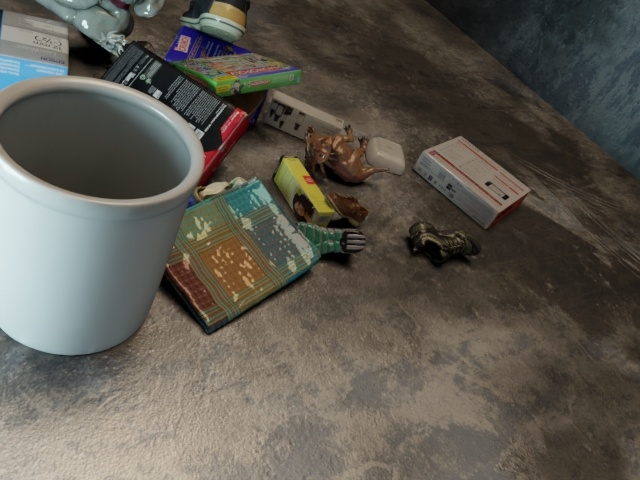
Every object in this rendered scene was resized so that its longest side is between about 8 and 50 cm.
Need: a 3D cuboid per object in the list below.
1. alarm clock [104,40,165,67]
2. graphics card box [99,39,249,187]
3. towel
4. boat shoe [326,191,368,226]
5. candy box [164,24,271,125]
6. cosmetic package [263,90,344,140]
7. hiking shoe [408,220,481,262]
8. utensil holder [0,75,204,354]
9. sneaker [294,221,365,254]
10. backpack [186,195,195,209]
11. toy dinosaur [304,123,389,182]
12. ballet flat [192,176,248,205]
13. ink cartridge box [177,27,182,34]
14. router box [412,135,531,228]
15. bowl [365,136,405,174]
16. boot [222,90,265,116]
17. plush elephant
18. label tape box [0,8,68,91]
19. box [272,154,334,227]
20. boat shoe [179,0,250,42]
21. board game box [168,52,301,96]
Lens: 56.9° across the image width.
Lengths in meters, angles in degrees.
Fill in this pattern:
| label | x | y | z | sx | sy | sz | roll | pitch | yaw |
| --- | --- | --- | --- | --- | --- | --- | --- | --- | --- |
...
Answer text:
| label | x | y | z | sx | sy | sz | roll | pitch | yaw |
| --- | --- | --- | --- | --- | --- | --- | --- | --- | --- |
| alarm clock | -0.538 | -0.544 | 1.745 | 0.191 | 0.064 | 0.129 | 9 | 43 | 24 |
| graphics card box | -0.396 | -0.317 | 1.515 | 0.370 | 0.094 | 0.233 | 33 | 79 | 5 |
| towel | -0.190 | 0.015 | 1.339 | 0.271 | 0.040 | 0.370 | 51 | 45 | 8 |
| boat shoe | 0.075 | -0.096 | 1.611 | 0.178 | 0.060 | 0.064 | 32 | 23 | -55 |
| candy box | -0.323 | -0.526 | 1.872 | 0.316 | 0.122 | 0.268 | 20 | 40 | -13 |
| cosmetic package | -0.054 | -0.380 | 1.892 | 0.238 | 0.099 | 0.061 | 22 | 40 | -7 |
| hiking shoe | 0.361 | 0.026 | 1.713 | 0.226 | 0.086 | 0.114 | 12 | 53 | -11 |
| utensil holder | -0.411 | -0.031 | 1.033 | 0.327 | 0.386 | 0.328 | 17 | 38 | -14 |
| sneaker | 0.000 | 0.000 | 1.532 | 0.223 | 0.083 | 0.098 | 7 | 1 | -7 |
| backpack | -0.349 | -0.073 | 1.361 | 0.120 | 0.097 | 0.101 | -35 | 98 | -49 |
| toy dinosaur | 0.060 | -0.244 | 1.796 | 0.295 | 0.127 | 0.200 | 33 | 43 | -14 |
| ballet flat | -0.230 | -0.118 | 1.495 | 0.248 | 0.086 | 0.086 | -18 | 57 | -44 |
| ink cartridge box | -0.457 | -0.713 | 2.078 | 0.083 | 0.028 | 0.048 | 41 | 39 | 16 |
| router box | 0.536 | -0.214 | 2.080 | 0.335 | 0.082 | 0.301 | 44 | 40 | 19 |
| bowl | 0.227 | -0.293 | 2.004 | 0.142 | 0.053 | 0.142 | 19 | 39 | -15 |
| boot | -0.274 | -0.391 | 1.674 | 0.305 | 0.115 | 0.112 | -33 | 86 | -27 |
| plush elephant | -0.607 | -0.700 | 1.683 | 0.330 | 0.256 | 0.271 | 38 | 8 | 28 |
| label tape box | -0.782 | -0.456 | 1.515 | 0.249 | 0.115 | 0.348 | 5 | 42 | -28 |
| box | -0.051 | -0.128 | 1.615 | 0.058 | 0.087 | 0.232 | -5 | 47 | -36 |
| boat shoe | -0.340 | -0.745 | 1.936 | 0.186 | 0.156 | 0.500 | 14 | 10 | -25 |
| board game box | -0.240 | -0.478 | 1.689 | 0.213 | 0.046 | 0.317 | 29 | 35 | 33 |
